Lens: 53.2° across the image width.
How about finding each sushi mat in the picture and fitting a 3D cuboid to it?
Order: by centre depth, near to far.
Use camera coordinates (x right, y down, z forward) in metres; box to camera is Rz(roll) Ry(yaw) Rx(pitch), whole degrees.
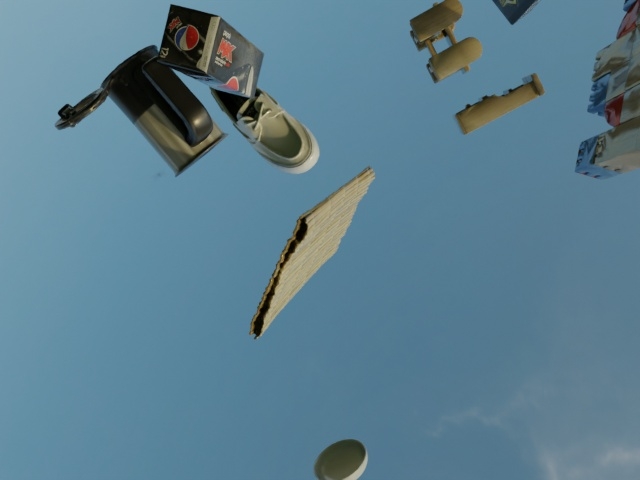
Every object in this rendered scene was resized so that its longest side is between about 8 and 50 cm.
[{"bbox_3d":[0.000,0.000,0.800,0.019,0.316,0.151,29,-68,7],"label":"sushi mat"}]

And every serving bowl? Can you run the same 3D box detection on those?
[{"bbox_3d":[0.033,0.328,0.929,0.083,0.027,0.083,-23,-160,9],"label":"serving bowl"}]

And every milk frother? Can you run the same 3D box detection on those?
[{"bbox_3d":[-0.203,-0.131,0.732,0.143,0.134,0.129,-40,-170,-3],"label":"milk frother"}]

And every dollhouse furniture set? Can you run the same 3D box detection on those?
[{"bbox_3d":[0.291,-0.347,1.216,0.161,0.212,0.242,-27,-84,13],"label":"dollhouse furniture set"}]

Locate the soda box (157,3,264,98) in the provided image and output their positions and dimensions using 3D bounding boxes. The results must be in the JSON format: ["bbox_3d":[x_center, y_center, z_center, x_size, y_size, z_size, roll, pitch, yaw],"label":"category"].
[{"bbox_3d":[-0.111,-0.196,0.682,0.053,0.169,0.060,16,-83,9],"label":"soda box"}]

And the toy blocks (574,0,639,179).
[{"bbox_3d":[0.470,-0.238,0.864,0.191,0.261,0.381,14,-97,-7],"label":"toy blocks"}]

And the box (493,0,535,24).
[{"bbox_3d":[0.412,-0.666,1.409,0.073,0.295,0.293,-39,-90,-8],"label":"box"}]

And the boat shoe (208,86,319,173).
[{"bbox_3d":[-0.109,-0.207,1.094,0.258,0.084,0.095,39,-87,27],"label":"boat shoe"}]
